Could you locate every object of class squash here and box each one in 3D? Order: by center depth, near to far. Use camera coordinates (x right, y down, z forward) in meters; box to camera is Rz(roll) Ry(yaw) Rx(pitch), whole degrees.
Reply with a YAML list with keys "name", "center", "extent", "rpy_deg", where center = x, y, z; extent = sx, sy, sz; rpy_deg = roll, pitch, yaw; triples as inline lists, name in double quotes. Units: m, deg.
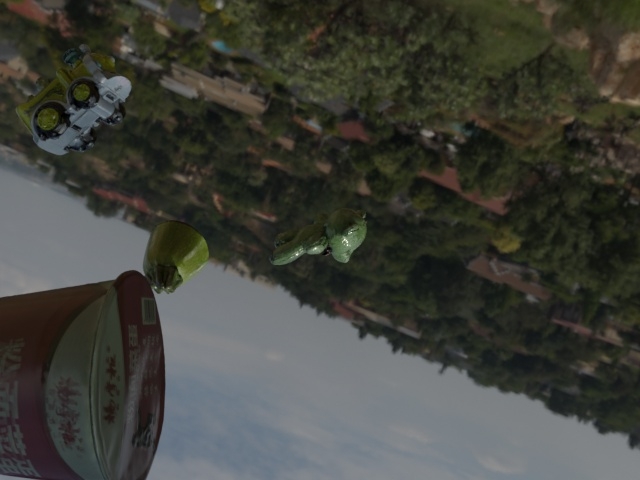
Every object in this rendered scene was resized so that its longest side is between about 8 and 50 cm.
- name: "squash"
  center: [-0.240, 0.045, 1.174]
  extent: [0.105, 0.105, 0.132]
  rpy_deg: [22, -146, -1]

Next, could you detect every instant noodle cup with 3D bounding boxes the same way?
- name: "instant noodle cup"
  center: [-0.277, 0.151, 0.800]
  extent: [0.178, 0.235, 0.235]
  rpy_deg: [-3, 173, 4]

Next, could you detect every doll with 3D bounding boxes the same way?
- name: "doll"
  center: [0.000, 0.000, 1.120]
  extent: [0.150, 0.077, 0.115]
  rpy_deg: [-15, -161, 18]

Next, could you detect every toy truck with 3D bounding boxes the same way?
- name: "toy truck"
  center: [-0.247, -0.144, 0.760]
  extent: [0.077, 0.111, 0.076]
  rpy_deg: [49, -178, 12]
